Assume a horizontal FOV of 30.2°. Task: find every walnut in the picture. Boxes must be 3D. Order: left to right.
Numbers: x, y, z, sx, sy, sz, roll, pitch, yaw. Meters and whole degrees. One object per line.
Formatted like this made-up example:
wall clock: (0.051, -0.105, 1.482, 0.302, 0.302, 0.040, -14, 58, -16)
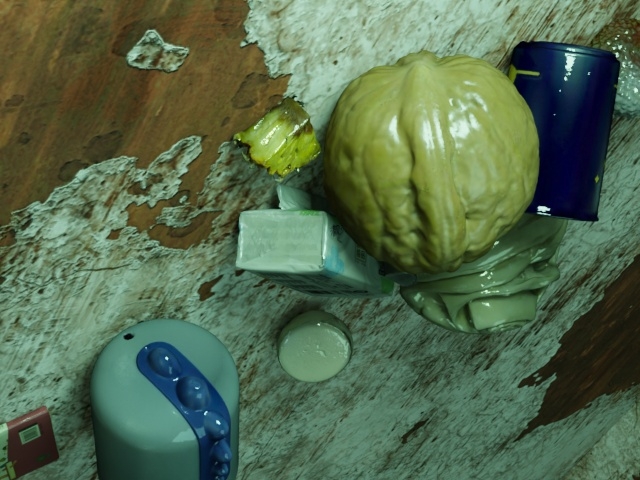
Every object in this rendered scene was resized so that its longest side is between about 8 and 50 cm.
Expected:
walnut: (0.154, -0.114, 1.662, 0.333, 0.333, 0.333, -26, 150, -17)

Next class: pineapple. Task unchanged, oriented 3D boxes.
pineapple: (-0.048, -0.145, 1.636, 0.137, 0.069, 0.116, -13, 139, -50)

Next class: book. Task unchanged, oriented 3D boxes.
book: (-0.534, 0.355, 1.891, 0.232, 0.022, 0.162, -23, 147, -21)

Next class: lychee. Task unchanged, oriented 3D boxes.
lychee: (0.501, -0.277, 1.903, 0.165, 0.165, 0.197, -23, 174, -22)

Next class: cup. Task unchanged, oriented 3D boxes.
cup: (0.331, -0.176, 1.841, 0.178, 0.255, 0.256, 3, 98, -39)

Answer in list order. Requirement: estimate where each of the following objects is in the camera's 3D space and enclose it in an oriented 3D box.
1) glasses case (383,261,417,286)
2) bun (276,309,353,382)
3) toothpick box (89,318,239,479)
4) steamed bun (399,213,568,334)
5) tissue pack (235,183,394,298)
glasses case: (0.120, -0.027, 1.855, 0.042, 0.190, 0.072, -12, 161, 20)
bun: (-0.012, 0.179, 2.112, 0.138, 0.094, 0.138, -2, 116, -5)
toothpick box: (-0.232, 0.280, 1.856, 0.263, 0.263, 0.354, -23, 147, -22)
steamed bun: (0.312, 0.039, 2.112, 0.310, 0.219, 0.324, 0, 135, -47)
tissue pack: (0.000, 0.000, 1.819, 0.159, 0.145, 0.229, 0, 168, 31)
